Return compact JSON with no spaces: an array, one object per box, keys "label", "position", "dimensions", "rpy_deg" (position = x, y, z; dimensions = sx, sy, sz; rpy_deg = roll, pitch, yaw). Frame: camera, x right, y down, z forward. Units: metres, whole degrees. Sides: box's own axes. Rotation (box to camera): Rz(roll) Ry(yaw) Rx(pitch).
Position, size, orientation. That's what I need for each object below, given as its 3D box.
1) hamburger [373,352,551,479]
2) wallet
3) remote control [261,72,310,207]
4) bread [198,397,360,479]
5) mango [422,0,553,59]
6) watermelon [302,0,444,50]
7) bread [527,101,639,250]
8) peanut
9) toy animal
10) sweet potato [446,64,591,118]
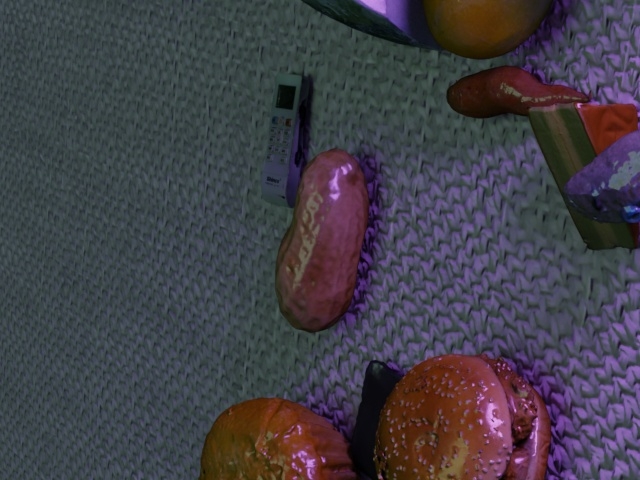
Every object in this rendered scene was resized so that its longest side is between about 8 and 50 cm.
[{"label":"hamburger","position":[0.143,0.201,1.426],"dimensions":[0.191,0.118,0.181],"rpy_deg":[-34,54,31]},{"label":"wallet","position":[0.127,0.251,1.556],"dimensions":[0.285,0.030,0.146],"rpy_deg":[34,120,50]},{"label":"remote control","position":[-0.043,-0.127,1.792],"dimensions":[0.065,0.029,0.166],"rpy_deg":[16,99,56]},{"label":"bread","position":[-0.047,0.301,1.715],"dimensions":[0.240,0.139,0.240],"rpy_deg":[4,94,55]},{"label":"mango","position":[0.171,-0.304,1.396],"dimensions":[0.156,0.114,0.251],"rpy_deg":[25,113,60]},{"label":"watermelon","position":[0.034,-0.382,1.527],"dimensions":[0.258,0.387,0.228],"rpy_deg":[-42,17,0]},{"label":"bread","position":[0.246,-0.058,1.323],"dimensions":[0.074,0.084,0.139],"rpy_deg":[3,94,54]},{"label":"peanut","position":[0.000,0.000,1.674],"dimensions":[0.108,0.095,0.226],"rpy_deg":[35,118,53]},{"label":"toy animal","position":[0.326,-0.071,1.218],"dimensions":[0.253,0.070,0.079],"rpy_deg":[-16,103,34]},{"label":"sweet potato","position":[0.196,-0.148,1.425],"dimensions":[0.195,0.056,0.056],"rpy_deg":[11,101,49]}]
